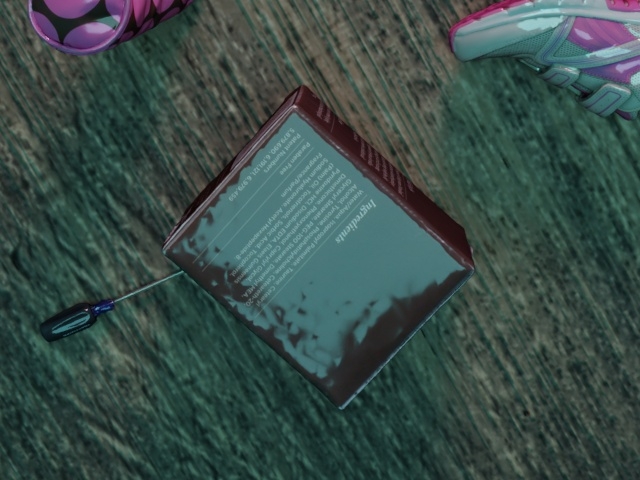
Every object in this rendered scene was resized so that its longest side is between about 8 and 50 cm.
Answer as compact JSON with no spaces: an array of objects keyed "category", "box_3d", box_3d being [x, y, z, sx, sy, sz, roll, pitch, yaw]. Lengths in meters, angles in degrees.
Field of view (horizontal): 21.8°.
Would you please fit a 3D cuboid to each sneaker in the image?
[{"category":"sneaker","box_3d":[0.235,-0.156,1.404,0.252,0.103,0.111,-1,100,3]}]

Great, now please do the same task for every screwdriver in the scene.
[{"category":"screwdriver","box_3d":[-0.174,0.053,1.508,0.170,0.024,0.025,-21,130,0]}]

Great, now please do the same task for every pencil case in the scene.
[{"category":"pencil case","box_3d":[-0.160,-0.217,1.353,0.095,0.209,0.098,36,115,-1]}]

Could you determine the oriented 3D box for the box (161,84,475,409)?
[{"category":"box","box_3d":[0.000,0.000,1.411,0.203,0.168,0.167,42,99,-5]}]
